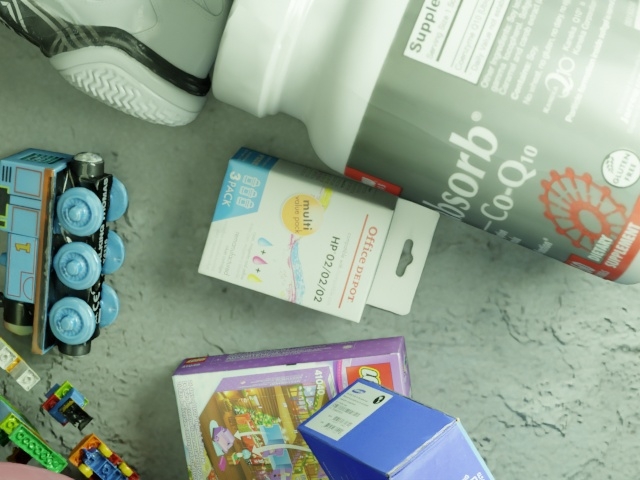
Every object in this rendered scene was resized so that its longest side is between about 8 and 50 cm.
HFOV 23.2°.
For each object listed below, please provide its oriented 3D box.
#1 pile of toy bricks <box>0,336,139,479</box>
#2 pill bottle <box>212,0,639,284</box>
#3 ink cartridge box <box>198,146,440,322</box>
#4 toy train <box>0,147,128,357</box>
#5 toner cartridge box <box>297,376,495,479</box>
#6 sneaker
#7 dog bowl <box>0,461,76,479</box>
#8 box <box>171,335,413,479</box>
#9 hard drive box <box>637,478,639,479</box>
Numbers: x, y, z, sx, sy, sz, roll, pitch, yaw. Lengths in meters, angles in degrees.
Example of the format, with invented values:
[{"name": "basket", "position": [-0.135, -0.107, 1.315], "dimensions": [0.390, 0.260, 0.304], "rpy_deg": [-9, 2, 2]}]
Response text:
[{"name": "pile of toy bricks", "position": [-0.265, 0.164, 1.368], "dimensions": [0.118, 0.105, 0.212], "rpy_deg": [-45, 125, -9]}, {"name": "pill bottle", "position": [0.116, -0.122, 1.196], "dimensions": [0.363, 0.210, 0.210], "rpy_deg": [22, 105, 3]}, {"name": "ink cartridge box", "position": [0.000, 0.000, 1.315], "dimensions": [0.181, 0.061, 0.104], "rpy_deg": [17, 105, 3]}, {"name": "toy train", "position": [-0.228, 0.010, 1.342], "dimensions": [0.105, 0.080, 0.184], "rpy_deg": [11, 107, 14]}, {"name": "toner cartridge box", "position": [0.125, 0.280, 1.265], "dimensions": [0.075, 0.165, 0.348], "rpy_deg": [-37, 111, -16]}, {"name": "sneaker", "position": [-0.216, -0.263, 1.248], "dimensions": [0.366, 0.137, 0.210], "rpy_deg": [30, 104, -6]}, {"name": "dog bowl", "position": [-0.306, 0.353, 1.308], "dimensions": [0.408, 0.150, 0.408], "rpy_deg": [-11, 130, -13]}, {"name": "box", "position": [-0.007, 0.239, 1.373], "dimensions": [0.201, 0.057, 0.293], "rpy_deg": [-6, 102, 9]}, {"name": "hard drive box", "position": [0.315, 0.327, 1.337], "dimensions": [0.181, 0.089, 0.232], "rpy_deg": [-36, 96, 14]}]
